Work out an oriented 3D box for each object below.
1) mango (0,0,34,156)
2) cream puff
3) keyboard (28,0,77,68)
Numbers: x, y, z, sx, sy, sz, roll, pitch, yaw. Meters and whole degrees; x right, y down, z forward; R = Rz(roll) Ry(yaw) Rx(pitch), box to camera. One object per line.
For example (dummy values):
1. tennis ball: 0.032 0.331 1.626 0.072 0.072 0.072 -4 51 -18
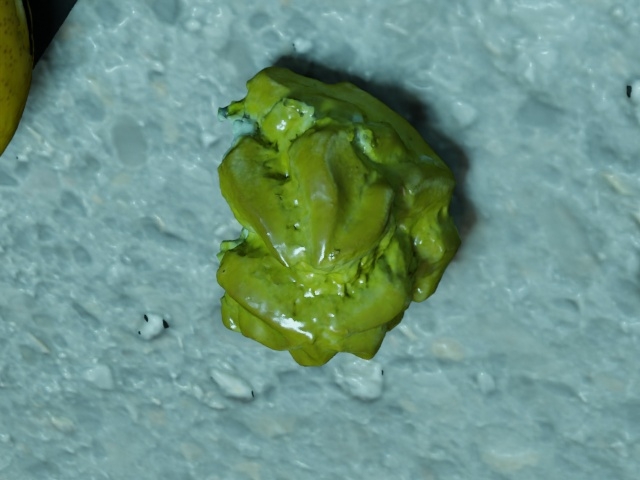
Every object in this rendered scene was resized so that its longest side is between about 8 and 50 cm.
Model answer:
1. mango: -0.298 -0.138 1.419 0.191 0.160 0.290 4 134 6
2. cream puff: 0.006 0.001 1.433 0.194 0.195 0.221 11 134 14
3. keyboard: -0.185 -0.242 1.409 0.106 0.027 0.317 33 133 -10
